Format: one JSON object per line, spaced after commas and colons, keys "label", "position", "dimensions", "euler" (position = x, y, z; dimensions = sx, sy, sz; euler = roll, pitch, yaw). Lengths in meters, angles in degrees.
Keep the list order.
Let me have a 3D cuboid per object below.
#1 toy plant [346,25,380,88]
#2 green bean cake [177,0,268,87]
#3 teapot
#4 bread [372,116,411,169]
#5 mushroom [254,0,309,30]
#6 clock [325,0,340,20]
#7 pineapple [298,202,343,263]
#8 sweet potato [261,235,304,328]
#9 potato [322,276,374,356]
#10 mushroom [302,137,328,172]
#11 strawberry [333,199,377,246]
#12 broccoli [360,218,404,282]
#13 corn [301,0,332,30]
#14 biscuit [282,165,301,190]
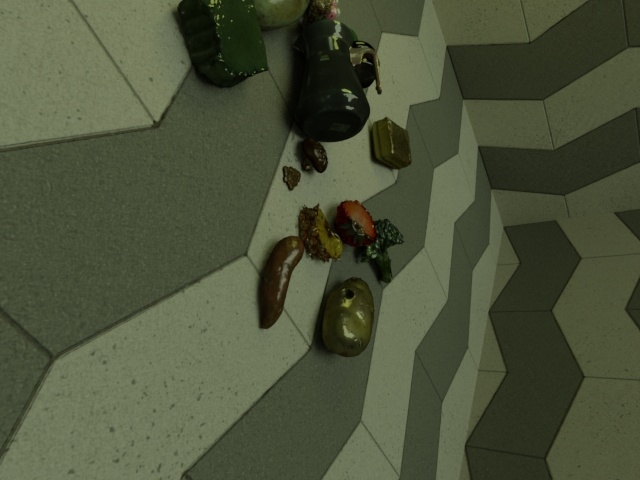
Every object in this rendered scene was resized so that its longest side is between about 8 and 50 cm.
{"label": "toy plant", "position": [0.129, -0.720, 1.683], "dimensions": [0.218, 0.175, 0.235], "euler": [44, 22, -49]}
{"label": "green bean cake", "position": [-0.253, -0.538, 1.141], "dimensions": [0.222, 0.124, 0.228], "euler": [-41, 118, -52]}
{"label": "teapot", "position": [0.053, -0.536, 1.435], "dimensions": [0.253, 0.299, 0.345], "euler": [96, -10, -75]}
{"label": "bread", "position": [0.320, -0.430, 1.922], "dimensions": [0.234, 0.110, 0.185], "euler": [8, 73, -55]}
{"label": "mushroom", "position": [-0.118, -0.755, 1.305], "dimensions": [0.267, 0.163, 0.190], "euler": [-49, 136, -65]}
{"label": "clock", "position": [-0.024, -0.906, 1.554], "dimensions": [0.195, 0.100, 0.194], "euler": [-4, 82, -57]}
{"label": "pineapple", "position": [-0.001, 0.000, 1.415], "dimensions": [0.233, 0.079, 0.135], "euler": [53, 47, -33]}
{"label": "sweet potato", "position": [-0.122, 0.108, 1.223], "dimensions": [0.097, 0.097, 0.292], "euler": [40, 61, -43]}
{"label": "potato", "position": [0.097, 0.258, 1.448], "dimensions": [0.191, 0.141, 0.297], "euler": [40, 52, -22]}
{"label": "mushroom", "position": [-0.019, -0.289, 1.442], "dimensions": [0.126, 0.084, 0.109], "euler": [53, 44, -42]}
{"label": "strawberry", "position": [0.118, -0.056, 1.577], "dimensions": [0.190, 0.111, 0.236], "euler": [45, 25, -7]}
{"label": "broccoli", "position": [0.238, 0.057, 1.688], "dimensions": [0.198, 0.176, 0.275], "euler": [-25, 117, -59]}
{"label": "corn", "position": [-0.020, -0.767, 1.441], "dimensions": [0.079, 0.237, 0.080], "euler": [-2, 97, -15]}
{"label": "biscuit", "position": [-0.090, -0.207, 1.388], "dimensions": [0.092, 0.016, 0.082], "euler": [-26, 104, -51]}
